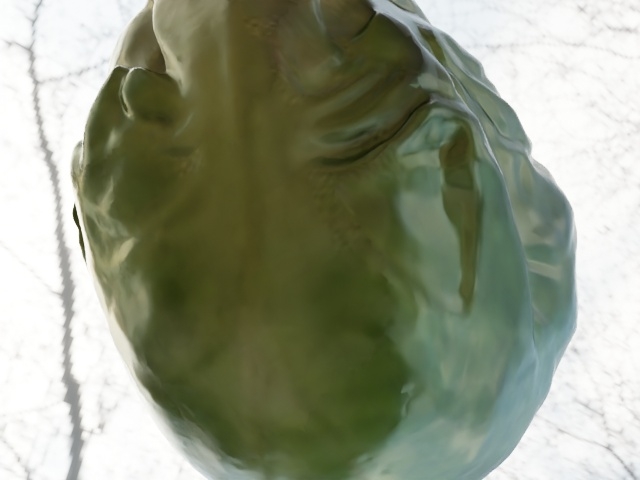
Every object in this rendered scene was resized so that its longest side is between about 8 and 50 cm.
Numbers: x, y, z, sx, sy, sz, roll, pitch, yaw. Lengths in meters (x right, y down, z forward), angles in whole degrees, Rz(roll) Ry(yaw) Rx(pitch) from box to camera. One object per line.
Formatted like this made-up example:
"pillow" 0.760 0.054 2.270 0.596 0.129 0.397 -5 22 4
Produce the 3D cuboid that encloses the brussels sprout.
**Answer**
"brussels sprout" 0.000 0.000 0.629 0.244 0.244 0.244 -17 -119 33
